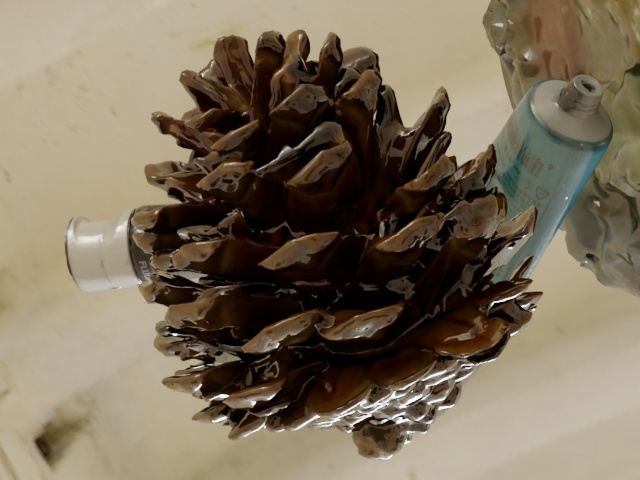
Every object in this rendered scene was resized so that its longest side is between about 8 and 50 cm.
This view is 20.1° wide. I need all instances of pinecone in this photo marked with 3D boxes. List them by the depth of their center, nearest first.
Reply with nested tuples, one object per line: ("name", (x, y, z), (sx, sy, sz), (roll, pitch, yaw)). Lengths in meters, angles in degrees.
("pinecone", (0.000, 0.000, 0.696), (0.173, 0.173, 0.174), (-8, -71, -23))

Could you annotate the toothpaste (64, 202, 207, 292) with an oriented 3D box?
("toothpaste", (-0.042, -0.005, 1.000), (0.193, 0.071, 0.045), (-7, -67, 16))

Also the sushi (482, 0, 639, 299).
("sushi", (0.275, -0.127, 1.028), (0.285, 0.328, 0.328), (-17, -97, -19))

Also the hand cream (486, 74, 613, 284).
("hand cream", (0.094, -0.003, 0.974), (0.048, 0.083, 0.224), (-4, -38, -31))
